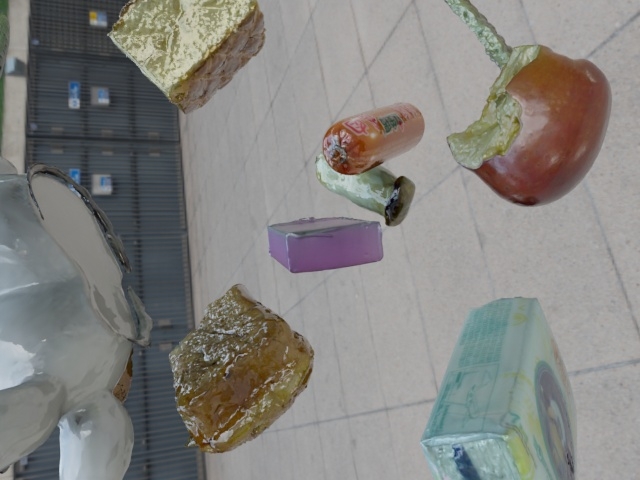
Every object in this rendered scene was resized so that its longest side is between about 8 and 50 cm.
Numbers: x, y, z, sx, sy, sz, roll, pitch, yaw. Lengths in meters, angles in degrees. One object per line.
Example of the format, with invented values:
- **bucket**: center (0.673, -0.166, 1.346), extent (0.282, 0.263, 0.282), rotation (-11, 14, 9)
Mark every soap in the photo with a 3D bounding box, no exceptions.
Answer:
- **soap**: center (0.000, 0.002, 1.048), extent (0.259, 0.181, 0.081), rotation (-159, 62, -75)

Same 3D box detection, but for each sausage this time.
- **sausage**: center (0.085, -0.168, 0.864), extent (0.092, 0.312, 0.093), rotation (9, 111, 25)

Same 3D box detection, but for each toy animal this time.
- **toy animal**: center (-0.265, 0.071, 0.490), extent (0.208, 0.154, 0.325), rotation (47, -167, -52)

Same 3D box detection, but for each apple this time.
- **apple**: center (0.237, -0.125, 0.579), extent (0.147, 0.156, 0.158), rotation (39, 113, 10)

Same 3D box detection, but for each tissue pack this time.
- **tissue pack**: center (0.308, 0.304, 0.849), extent (0.162, 0.388, 0.287), rotation (-15, 104, 31)

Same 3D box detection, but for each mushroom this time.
- **mushroom**: center (0.078, -0.119, 1.058), extent (0.312, 0.081, 0.100), rotation (39, 114, 54)

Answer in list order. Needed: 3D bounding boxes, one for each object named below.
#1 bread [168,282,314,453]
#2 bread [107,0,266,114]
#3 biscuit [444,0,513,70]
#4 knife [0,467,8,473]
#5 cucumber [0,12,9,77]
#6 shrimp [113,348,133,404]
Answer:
- **bread**: center (-0.131, 0.165, 0.751), extent (0.109, 0.185, 0.380), rotation (49, 170, -14)
- **bread**: center (-0.279, -0.450, 1.166), extent (0.207, 0.279, 0.279), rotation (46, 178, -8)
- **biscuit**: center (0.344, -0.413, 1.074), extent (0.036, 0.187, 0.274), rotation (-42, 65, 29)
- **knife**: center (-0.387, 0.162, 0.671), extent (0.072, 0.019, 0.245), rotation (96, 176, -84)
- **cucumber**: center (-0.535, -0.289, 0.837), extent (0.056, 0.056, 0.250), rotation (111, 153, -44)
- **shrimp**: center (-0.367, 0.171, 0.633), extent (0.054, 0.290, 0.222), rotation (43, 153, 61)
